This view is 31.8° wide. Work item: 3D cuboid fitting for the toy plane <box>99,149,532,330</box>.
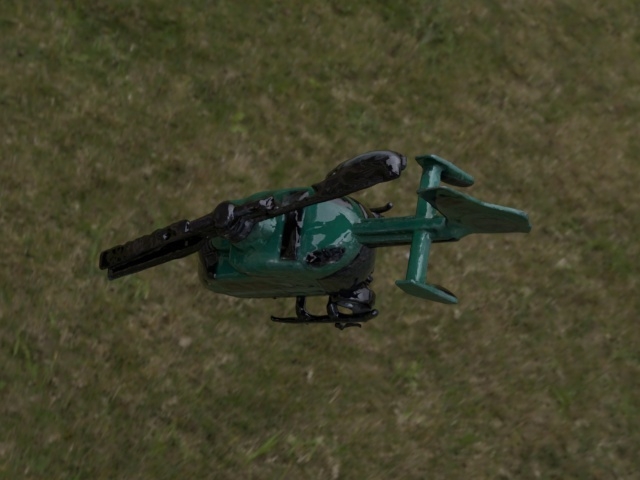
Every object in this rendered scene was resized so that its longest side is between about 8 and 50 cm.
[{"bbox_3d":[0.000,0.000,0.842,0.155,0.381,0.107,21,73,-42],"label":"toy plane"}]
